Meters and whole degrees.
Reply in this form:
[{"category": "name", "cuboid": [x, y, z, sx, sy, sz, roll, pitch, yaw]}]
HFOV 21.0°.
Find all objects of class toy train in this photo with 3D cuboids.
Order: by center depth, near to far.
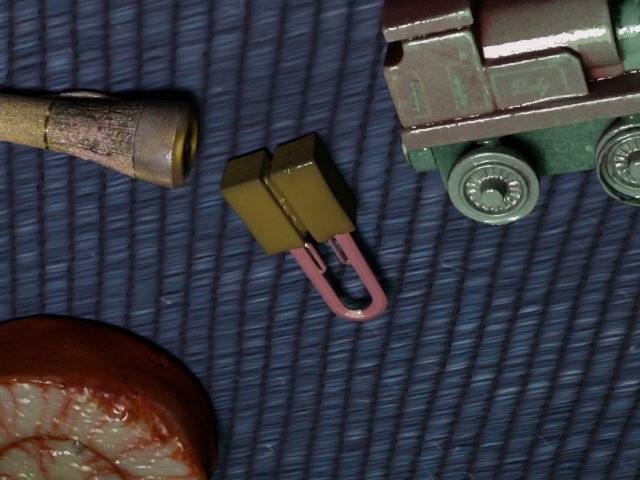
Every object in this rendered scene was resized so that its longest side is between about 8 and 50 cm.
[{"category": "toy train", "cuboid": [0.205, -0.144, 1.507, 0.304, 0.150, 0.221, -9, 125, 17]}]

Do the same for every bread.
[{"category": "bread", "cuboid": [-0.275, 0.224, 1.928, 0.327, 0.114, 0.295, 26, 130, -16]}]

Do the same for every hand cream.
[{"category": "hand cream", "cuboid": [-0.221, -0.104, 1.645, 0.203, 0.084, 0.084, 9, 134, 8]}]

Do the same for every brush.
[{"category": "brush", "cuboid": [0.000, 0.000, 1.730, 0.103, 0.047, 0.233, -17, 130, 21]}]
